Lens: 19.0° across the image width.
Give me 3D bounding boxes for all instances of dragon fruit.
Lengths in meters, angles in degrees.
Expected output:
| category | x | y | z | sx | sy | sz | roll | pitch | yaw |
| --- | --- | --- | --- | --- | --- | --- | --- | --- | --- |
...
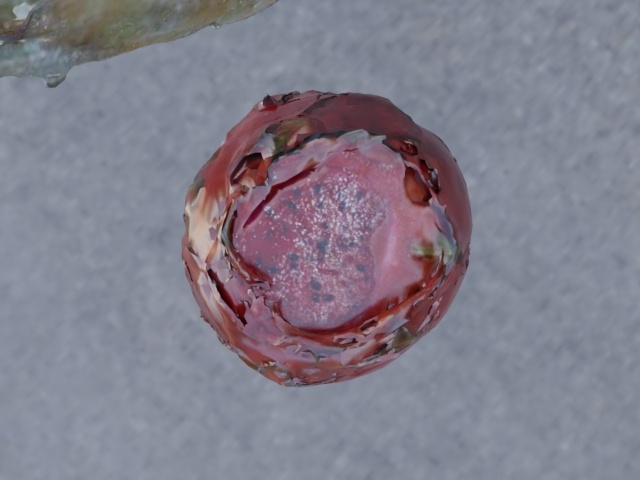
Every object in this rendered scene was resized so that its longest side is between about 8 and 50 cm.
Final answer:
| category | x | y | z | sx | sy | sz | roll | pitch | yaw |
| --- | --- | --- | --- | --- | --- | --- | --- | --- | --- |
| dragon fruit | 0.000 | 0.000 | 1.867 | 0.295 | 0.295 | 0.302 | 54 | 157 | -11 |

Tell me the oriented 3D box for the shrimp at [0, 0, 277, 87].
| category | x | y | z | sx | sy | sz | roll | pitch | yaw |
| --- | --- | --- | --- | --- | --- | --- | --- | --- | --- |
| shrimp | -0.066 | -0.116 | 0.569 | 0.047 | 0.223 | 0.126 | -4 | 107 | 40 |
